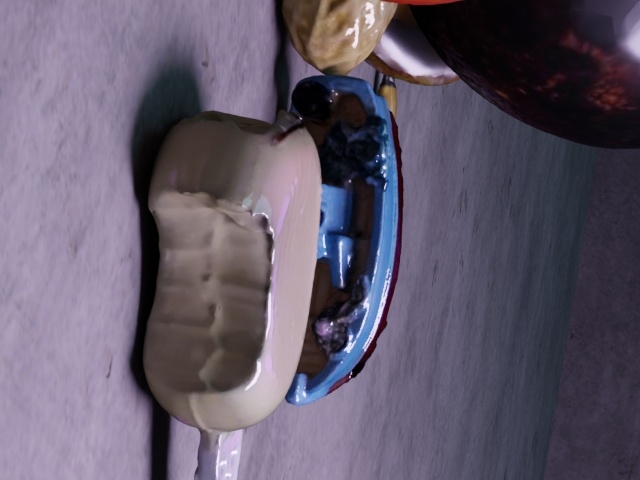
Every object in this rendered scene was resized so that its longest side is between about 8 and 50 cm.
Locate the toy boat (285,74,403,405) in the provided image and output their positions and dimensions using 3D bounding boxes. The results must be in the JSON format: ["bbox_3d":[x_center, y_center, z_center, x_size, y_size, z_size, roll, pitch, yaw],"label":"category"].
[{"bbox_3d":[0.000,0.000,1.328,0.097,0.100,0.223,7,88,-53],"label":"toy boat"}]

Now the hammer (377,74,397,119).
[{"bbox_3d":[0.057,-0.122,1.678,0.078,0.021,0.201,37,59,-75],"label":"hammer"}]

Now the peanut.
[{"bbox_3d":[0.016,-0.206,1.329,0.093,0.083,0.194,-94,-174,-84],"label":"peanut"}]

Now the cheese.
[{"bbox_3d":[-0.053,0.066,1.141,0.163,0.082,0.286,-25,120,-74],"label":"cheese"}]

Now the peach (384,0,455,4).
[{"bbox_3d":[0.034,-0.311,0.839,0.310,0.335,0.406,8,102,-45],"label":"peach"}]

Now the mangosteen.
[{"bbox_3d":[0.189,-0.260,1.439,0.382,0.435,0.382,-17,111,-52],"label":"mangosteen"}]
